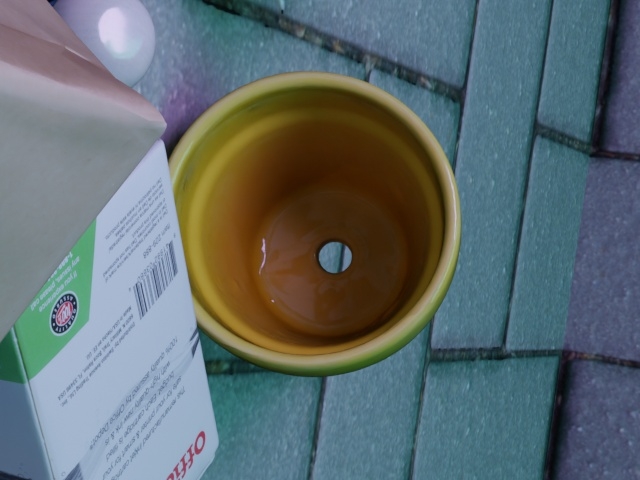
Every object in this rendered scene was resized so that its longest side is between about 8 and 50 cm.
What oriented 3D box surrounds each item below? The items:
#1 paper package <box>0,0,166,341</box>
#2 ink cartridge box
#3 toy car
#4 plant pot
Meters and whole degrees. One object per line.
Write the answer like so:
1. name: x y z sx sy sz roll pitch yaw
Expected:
1. paper package: -0.279 -0.002 0.698 0.325 0.168 0.309 -50 153 15
2. ink cartridge box: -0.186 0.094 1.212 0.211 0.121 0.289 -53 144 -49
3. toy car: -0.186 -0.173 1.133 0.136 0.159 0.182 22 75 -31
4. plant pot: 0.000 0.000 1.491 0.239 0.254 0.254 55 46 -79
